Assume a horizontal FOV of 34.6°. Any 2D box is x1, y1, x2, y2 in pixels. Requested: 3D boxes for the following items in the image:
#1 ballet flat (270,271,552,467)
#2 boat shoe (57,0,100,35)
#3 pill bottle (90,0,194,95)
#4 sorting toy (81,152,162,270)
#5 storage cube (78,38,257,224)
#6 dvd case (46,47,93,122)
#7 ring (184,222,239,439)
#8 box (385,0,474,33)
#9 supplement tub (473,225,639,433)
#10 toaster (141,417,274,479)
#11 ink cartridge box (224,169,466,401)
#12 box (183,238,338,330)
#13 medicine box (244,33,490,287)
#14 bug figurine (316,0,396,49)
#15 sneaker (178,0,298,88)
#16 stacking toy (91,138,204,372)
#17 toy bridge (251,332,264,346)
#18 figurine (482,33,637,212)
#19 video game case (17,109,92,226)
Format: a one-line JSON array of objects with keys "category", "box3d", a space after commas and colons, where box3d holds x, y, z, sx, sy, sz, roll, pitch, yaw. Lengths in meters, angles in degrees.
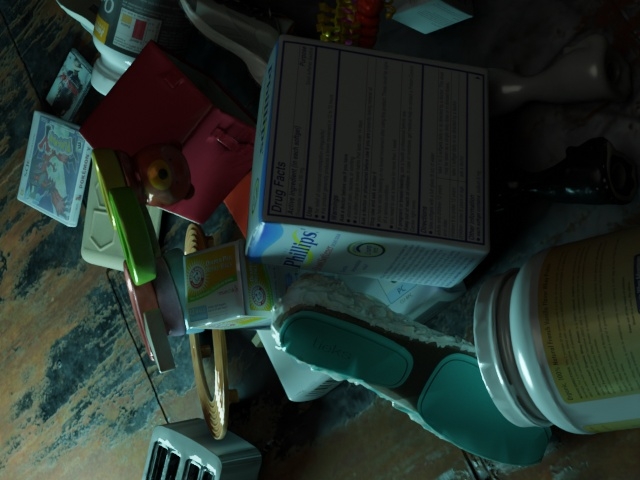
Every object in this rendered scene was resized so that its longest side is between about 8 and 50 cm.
[{"category": "ballet flat", "box3d": [0.129, 0.151, 1.354, 0.409, 0.147, 0.147, 28, 109, -8]}, {"category": "boat shoe", "box3d": [-0.408, -0.407, 1.881, 0.079, 0.081, 0.227, -41, 64, -14]}, {"category": "pill bottle", "box3d": [-0.286, -0.375, 1.705, 0.162, 0.162, 0.278, 37, 119, 32]}, {"category": "sorting toy", "box3d": [-0.350, -0.049, 1.851, 0.193, 0.038, 0.208, 10, 98, 37]}, {"category": "storage cube", "box3d": [-0.228, -0.168, 1.646, 0.193, 0.184, 0.215, -48, 62, 11]}, {"category": "dvd case", "box3d": [-0.478, -0.296, 1.972, 0.087, 0.013, 0.119, 47, 113, 29]}, {"category": "ring", "box3d": [-0.170, 0.138, 1.592, 0.336, 0.032, 0.336, 174, 90, -74]}, {"category": "box", "box3d": [0.150, -0.359, 1.447, 0.087, 0.101, 0.101, -15, 77, 36]}, {"category": "supplement tub", "box3d": [0.360, 0.100, 1.182, 0.316, 0.228, 0.228, -16, 78, 35]}, {"category": "toaster", "box3d": [-0.188, 0.381, 1.654, 0.168, 0.110, 0.185, 19, 99, 35]}, {"category": "ink cartridge box", "box3d": [0.000, 0.000, 1.547, 0.308, 0.091, 0.384, -40, 66, 29]}, {"category": "box", "box3d": [-0.079, 0.066, 1.425, 0.114, 0.203, 0.103, -15, 76, 37]}, {"category": "medicine box", "box3d": [0.062, -0.098, 1.333, 0.149, 0.290, 0.263, 117, 159, -65]}, {"category": "bug figurine", "box3d": [0.046, -0.325, 1.472, 0.216, 0.072, 0.279, 102, 167, -45]}, {"category": "sneaker", "box3d": [-0.107, -0.332, 1.595, 0.271, 0.100, 0.108, 40, 119, -1]}, {"category": "stacking toy", "box3d": [-0.210, 0.018, 1.441, 0.279, 0.131, 0.308, -142, 38, -67]}, {"category": "toy bridge", "box3d": [-0.130, 0.092, 1.679, 0.188, 0.026, 0.063, 46, 113, 31]}, {"category": "figurine", "box3d": [0.292, -0.144, 1.343, 0.210, 0.092, 0.214, -6, 83, 41]}, {"category": "video game case", "box3d": [-0.507, -0.140, 1.962, 0.201, 0.023, 0.183, 22, 103, 42]}]
